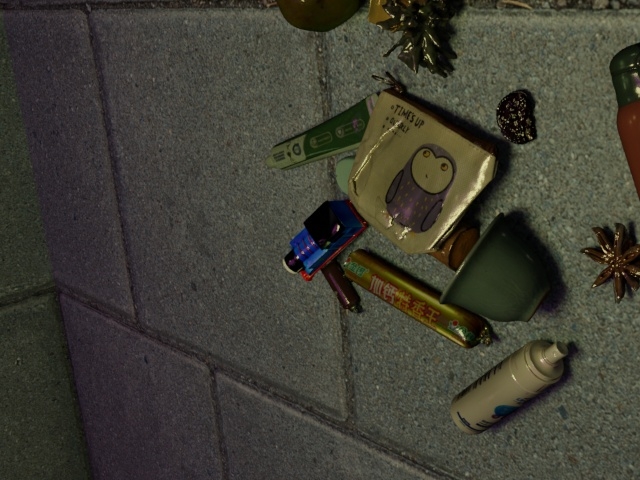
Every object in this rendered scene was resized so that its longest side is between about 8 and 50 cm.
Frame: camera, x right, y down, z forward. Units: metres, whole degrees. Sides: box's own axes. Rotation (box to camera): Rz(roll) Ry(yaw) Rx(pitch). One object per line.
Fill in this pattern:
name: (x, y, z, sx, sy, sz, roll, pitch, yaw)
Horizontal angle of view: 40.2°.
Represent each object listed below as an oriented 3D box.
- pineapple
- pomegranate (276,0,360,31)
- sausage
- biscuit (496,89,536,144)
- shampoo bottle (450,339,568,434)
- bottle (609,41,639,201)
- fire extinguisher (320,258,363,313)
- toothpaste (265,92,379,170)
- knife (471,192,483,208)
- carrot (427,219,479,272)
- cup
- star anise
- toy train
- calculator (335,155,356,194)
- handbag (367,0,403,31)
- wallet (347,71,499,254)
pineapple: (0.170, -0.430, 1.502, 0.169, 0.169, 0.340, 33, 153, 37)
pomegranate: (-0.010, -0.498, 1.704, 0.210, 0.180, 0.180, -110, 13, -72)
sausage: (0.199, 0.127, 1.784, 0.371, 0.082, 0.082, 30, 128, 38)
biscuit: (0.340, -0.211, 1.504, 0.089, 0.027, 0.087, 53, 140, 21)
shampoo bottle: (0.361, 0.269, 1.643, 0.092, 0.092, 0.303, 57, 139, 15)
bottle: (0.508, -0.123, 1.254, 0.144, 0.144, 0.336, -20, 89, 52)
fire extinguisher: (0.045, 0.104, 1.984, 0.158, 0.043, 0.064, 59, 156, 14)
toothpaste: (0.003, -0.215, 1.882, 0.392, 0.061, 0.099, -15, 94, 48)
knife: (0.240, -0.097, 1.680, 0.166, 0.022, 0.078, 1, 102, 49)
carrot: (0.195, -0.038, 1.717, 0.263, 0.102, 0.102, 36, 131, 41)
cup: (0.326, 0.071, 1.550, 0.150, 0.199, 0.199, 34, 133, 12)
star anise: (0.487, 0.031, 1.424, 0.141, 0.042, 0.141, 29, 130, 41)
toy train: (0.000, 0.000, 1.903, 0.204, 0.131, 0.083, -44, 71, 27)
calculator: (0.085, -0.131, 1.848, 0.153, 0.021, 0.095, 16, 118, 50)
handbag: (0.126, -0.435, 1.660, 0.083, 0.027, 0.061, 35, 132, 37)
wallet: (0.168, -0.136, 1.642, 0.335, 0.068, 0.275, 41, 116, 39)
